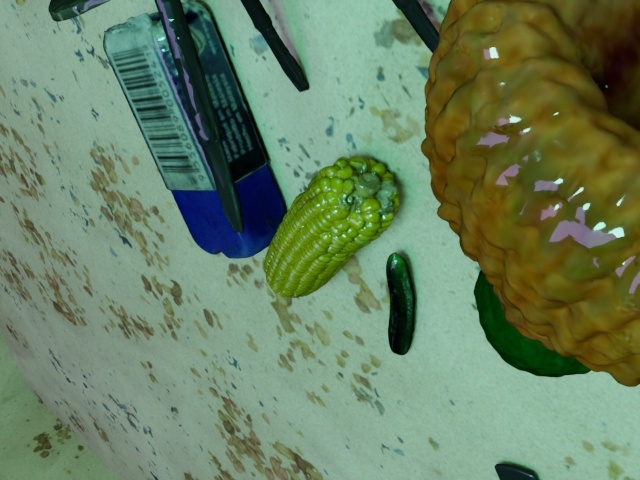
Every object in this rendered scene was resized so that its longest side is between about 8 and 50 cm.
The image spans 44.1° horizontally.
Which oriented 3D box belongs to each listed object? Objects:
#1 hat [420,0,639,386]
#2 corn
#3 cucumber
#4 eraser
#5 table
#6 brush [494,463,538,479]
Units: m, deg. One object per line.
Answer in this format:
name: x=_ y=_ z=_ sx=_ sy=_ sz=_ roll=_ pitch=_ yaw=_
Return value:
hat: x=0.210 y=-0.038 z=0.574 sx=0.285 sy=0.285 sz=0.400 roll=48 pitch=175 yaw=12
corn: x=-0.004 y=-0.001 z=0.951 sx=0.102 sy=0.102 sz=0.313 roll=51 pitch=147 yaw=7
cucumber: x=0.098 y=0.083 z=0.961 sx=0.036 sy=0.033 sz=0.184 roll=15 pitch=135 yaw=23
eraser: x=-0.156 y=-0.140 z=1.029 sx=0.155 sy=0.101 sz=0.332 roll=6 pitch=125 yaw=49
table: x=-0.022 y=-0.196 z=0.705 sx=0.317 sy=0.317 sz=0.249 roll=13 pitch=142 yaw=48
brush: x=0.275 y=0.359 z=0.995 sx=0.063 sy=0.016 sz=0.193 roll=-1 pitch=118 yaw=54
